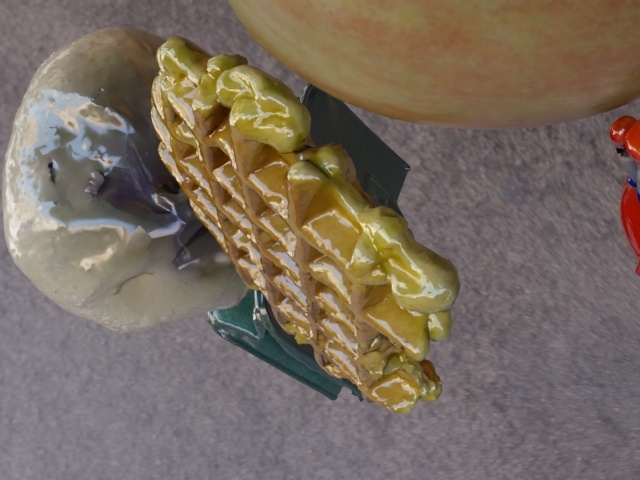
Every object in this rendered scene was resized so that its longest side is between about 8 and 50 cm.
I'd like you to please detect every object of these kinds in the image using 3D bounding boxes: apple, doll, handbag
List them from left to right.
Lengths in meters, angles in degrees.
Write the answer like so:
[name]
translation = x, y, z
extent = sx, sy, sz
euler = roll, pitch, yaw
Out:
[handbag]
translation = -0.001, 0.000, 1.242
extent = 0.089, 0.238, 0.326
euler = -11, 55, 36
[apple]
translation = 0.071, -0.175, 0.458
extent = 0.234, 0.257, 0.256
euler = 11, 85, 11
[doll]
translation = 0.182, -0.008, 0.536
extent = 0.104, 0.195, 0.062
euler = 32, 85, 28

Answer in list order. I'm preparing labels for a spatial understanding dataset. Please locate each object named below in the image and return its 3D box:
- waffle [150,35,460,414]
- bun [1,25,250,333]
[waffle]
translation = -0.014, -0.001, 0.681
extent = 0.058, 0.301, 0.281
euler = -40, 91, -13
[bun]
translation = -0.141, -0.051, 0.937
extent = 0.168, 0.273, 0.272
euler = -12, 74, 51
